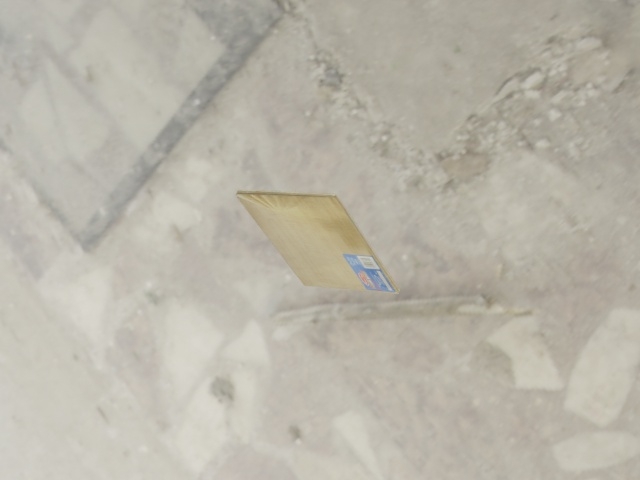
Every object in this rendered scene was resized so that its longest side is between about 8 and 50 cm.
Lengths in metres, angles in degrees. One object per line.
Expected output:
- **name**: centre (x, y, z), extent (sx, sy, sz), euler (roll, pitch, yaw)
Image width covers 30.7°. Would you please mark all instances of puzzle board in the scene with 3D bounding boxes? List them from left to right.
- **puzzle board**: centre (0.000, 0.000, 0.940), extent (0.096, 0.011, 0.128), euler (3, 145, 34)
